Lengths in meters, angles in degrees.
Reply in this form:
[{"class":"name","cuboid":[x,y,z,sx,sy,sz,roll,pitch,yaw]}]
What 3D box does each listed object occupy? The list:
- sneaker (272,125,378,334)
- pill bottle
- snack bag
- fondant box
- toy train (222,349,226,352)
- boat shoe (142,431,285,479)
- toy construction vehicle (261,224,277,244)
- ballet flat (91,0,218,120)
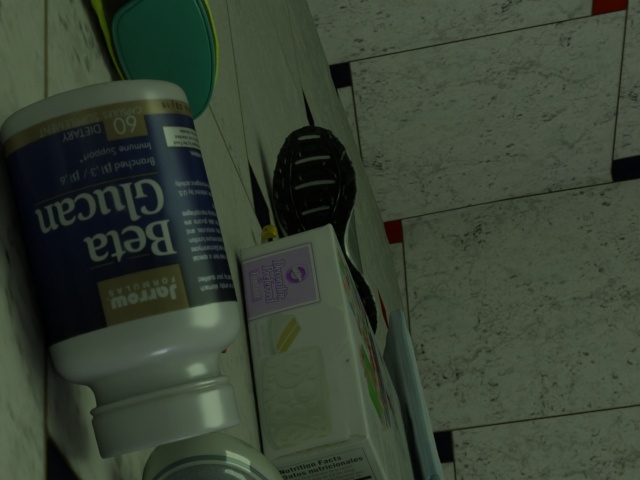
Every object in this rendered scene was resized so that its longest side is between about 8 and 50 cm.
[{"class":"sneaker","cuboid":[0.000,0.000,1.730,0.108,0.100,0.272,144,-64,-84]},{"class":"pill bottle","cuboid":[-0.092,0.015,0.709,0.094,0.094,0.169,33,43,-82]},{"class":"snack bag","cuboid":[0.100,0.290,1.660,0.323,0.037,0.343,-100,-169,-47]},{"class":"fondant box","cuboid":[0.021,0.181,1.388,0.330,0.096,0.238,70,8,-49]},{"class":"toy train","cuboid":[-0.087,0.029,0.962,0.125,0.046,0.166,56,19,-72]},{"class":"boat shoe","cuboid":[-0.040,0.203,0.805,0.081,0.079,0.228,-105,180,-54]},{"class":"toy construction vehicle","cuboid":[-0.041,0.045,1.485,0.086,0.035,0.098,-83,157,-47]},{"class":"ballet flat","cuboid":[-0.131,-0.185,1.000,0.077,0.077,0.231,57,-8,47]}]
